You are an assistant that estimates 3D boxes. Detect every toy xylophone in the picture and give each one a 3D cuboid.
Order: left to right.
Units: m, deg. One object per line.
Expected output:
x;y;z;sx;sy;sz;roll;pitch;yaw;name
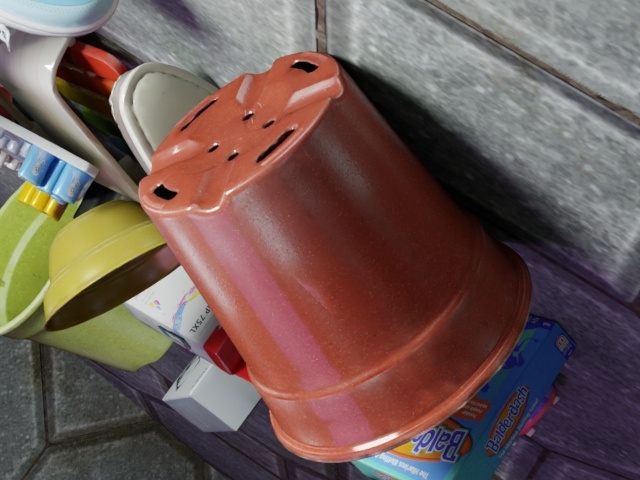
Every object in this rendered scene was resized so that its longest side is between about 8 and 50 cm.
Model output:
-0.280;-0.154;1.700;0.236;0.081;0.323;27;162;28;toy xylophone

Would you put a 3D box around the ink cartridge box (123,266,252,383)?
-0.143;0.086;2.024;0.231;0.134;0.078;27;162;27;ink cartridge box

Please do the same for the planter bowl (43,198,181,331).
-0.250;0.014;1.760;0.090;0.217;0.217;59;167;9;planter bowl

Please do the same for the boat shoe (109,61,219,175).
-0.108;-0.068;1.541;0.096;0.117;0.324;12;158;49;boat shoe

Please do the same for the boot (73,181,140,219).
-0.192;-0.009;1.943;0.229;0.091;0.263;30;179;-19;boot

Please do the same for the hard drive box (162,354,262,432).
-0.127;0.186;2.200;0.089;0.181;0.232;39;163;-8;hard drive box

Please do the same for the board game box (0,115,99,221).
-0.457;-0.137;1.768;0.390;0.050;0.390;28;172;-9;board game box

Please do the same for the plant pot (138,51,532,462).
0.000;0.000;1.284;0.272;0.272;0.265;12;144;56;plant pot

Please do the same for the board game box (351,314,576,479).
0.138;0.161;1.510;0.160;0.210;0.047;13;154;52;board game box

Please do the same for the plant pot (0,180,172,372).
-0.342;0.067;2.217;0.254;0.276;0.276;33;169;-34;plant pot

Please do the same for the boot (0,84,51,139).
-0.396;-0.157;1.938;0.176;0.088;0.244;32;161;8;boot

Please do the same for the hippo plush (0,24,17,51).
-0.444;-0.203;1.485;0.294;0.236;0.234;50;-171;32;hippo plush

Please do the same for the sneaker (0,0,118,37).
-0.290;-0.296;1.225;0.319;0.127;0.208;38;166;-11;sneaker

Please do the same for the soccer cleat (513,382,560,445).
0.186;0.174;1.701;0.095;0.083;0.248;42;166;-8;soccer cleat
